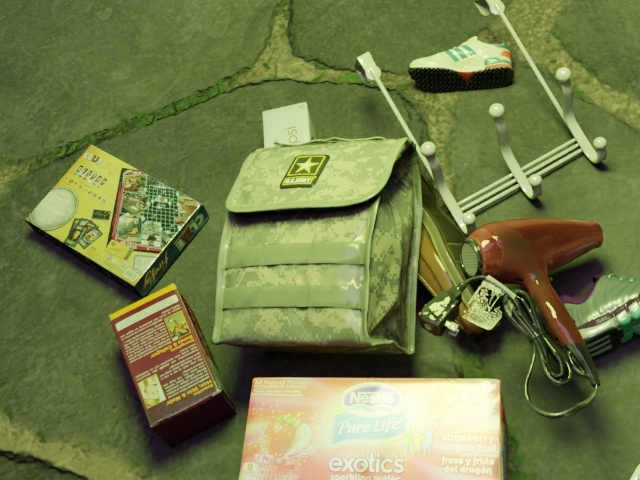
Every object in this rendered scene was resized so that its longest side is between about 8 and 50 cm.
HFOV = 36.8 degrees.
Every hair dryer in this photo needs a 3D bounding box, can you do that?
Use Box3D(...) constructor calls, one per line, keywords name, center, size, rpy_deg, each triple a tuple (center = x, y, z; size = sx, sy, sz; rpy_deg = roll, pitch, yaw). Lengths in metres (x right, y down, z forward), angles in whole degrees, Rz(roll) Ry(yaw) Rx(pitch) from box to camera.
Box3D(name="hair dryer", center=(0.267, 0.070, 1.195), size=(0.224, 0.080, 0.293), rpy_deg=(35, 58, 6))

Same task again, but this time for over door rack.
Box3D(name="over door rack", center=(0.223, -0.200, 1.371), size=(0.239, 0.108, 0.324), rpy_deg=(-29, 72, -6))

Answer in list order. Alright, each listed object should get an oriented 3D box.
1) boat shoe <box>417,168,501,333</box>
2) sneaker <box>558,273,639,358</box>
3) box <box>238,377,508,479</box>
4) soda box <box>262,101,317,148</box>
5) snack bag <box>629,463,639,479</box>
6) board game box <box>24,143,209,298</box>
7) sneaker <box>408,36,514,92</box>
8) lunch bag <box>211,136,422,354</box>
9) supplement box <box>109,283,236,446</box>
Box3D(name="boat shoe", center=(0.137, 0.011, 1.318), size=(0.104, 0.111, 0.307), rpy_deg=(-38, 60, 21))
Box3D(name="sneaker", center=(0.405, 0.064, 1.224), size=(0.224, 0.083, 0.098), rpy_deg=(-23, 52, 1))
Box3D(name="box", center=(0.069, 0.255, 1.147), size=(0.300, 0.154, 0.142), rpy_deg=(-2, 59, 14))
Box3D(name="soda box", center=(-0.040, -0.098, 1.437), size=(0.074, 0.069, 0.216), rpy_deg=(-10, 57, 9))
Box3D(name="snack bag", center=(0.392, 0.458, 1.014), size=(0.323, 0.037, 0.342), rpy_deg=(32, 72, 28))
Box3D(name="board game box", center=(-0.314, -0.034, 1.481), size=(0.243, 0.042, 0.165), rpy_deg=(28, 70, 27))
Box3D(name="sneaker", center=(0.218, -0.277, 1.491), size=(0.161, 0.057, 0.075), rpy_deg=(0, 57, 9))
Box3D(name="lunch bag", center=(0.000, 0.000, 1.244), size=(0.235, 0.169, 0.287), rpy_deg=(-2, 78, 29))
Box3D(name="supplement box", center=(-0.202, 0.168, 1.308), size=(0.104, 0.081, 0.188), rpy_deg=(-27, 57, -3))
